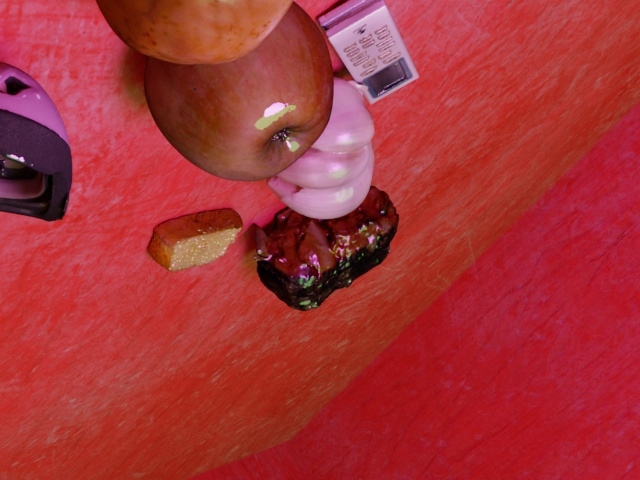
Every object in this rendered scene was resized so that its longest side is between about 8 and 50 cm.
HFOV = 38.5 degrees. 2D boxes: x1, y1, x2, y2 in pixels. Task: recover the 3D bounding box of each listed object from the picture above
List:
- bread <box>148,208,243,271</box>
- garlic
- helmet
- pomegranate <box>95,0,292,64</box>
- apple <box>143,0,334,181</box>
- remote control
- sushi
[{"bbox_3d":[-0.227,-0.003,1.692,0.187,0.065,0.103,-14,144,-48],"label":"bread"},{"bbox_3d":[-0.004,-0.137,1.587,0.203,0.184,0.281,-8,159,-3],"label":"garlic"},{"bbox_3d":[-0.384,-0.121,1.072,0.198,0.154,0.253,8,172,-5],"label":"helmet"},{"bbox_3d":[-0.127,-0.304,0.984,0.248,0.248,0.248,-31,158,-14],"label":"pomegranate"},{"bbox_3d":[-0.100,-0.205,1.223,0.257,0.234,0.257,-34,158,-16],"label":"apple"},{"bbox_3d":[0.086,-0.311,1.507,0.103,0.055,0.277,-29,160,8],"label":"remote control"},{"bbox_3d":[0.000,0.000,1.908,0.343,0.196,0.182,-29,140,-31],"label":"sushi"}]
